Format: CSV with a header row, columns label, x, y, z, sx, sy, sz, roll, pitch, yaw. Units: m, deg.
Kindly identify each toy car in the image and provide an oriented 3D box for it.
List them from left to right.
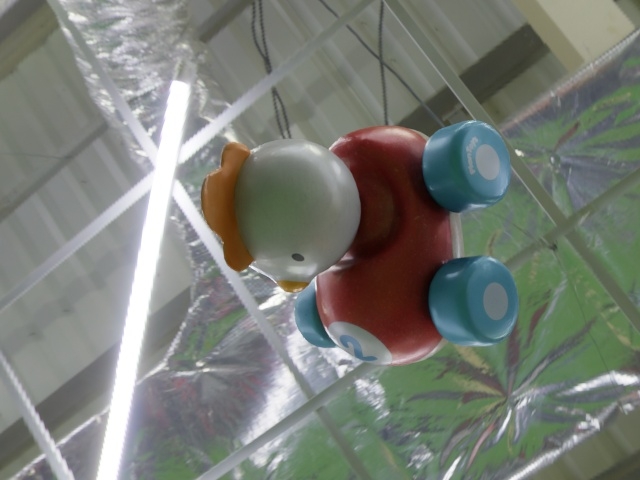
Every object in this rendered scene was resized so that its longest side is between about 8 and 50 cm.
label,x,y,z,sx,sy,sz,roll,pitch,yaw
toy car,0.000,0.000,0.669,0.219,0.238,0.210,-10,-101,51
